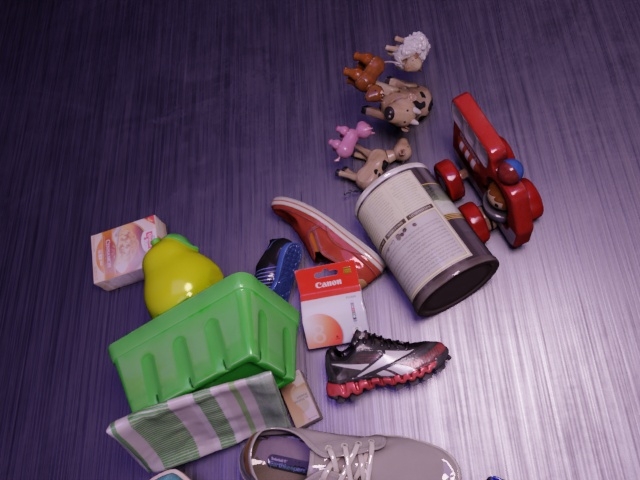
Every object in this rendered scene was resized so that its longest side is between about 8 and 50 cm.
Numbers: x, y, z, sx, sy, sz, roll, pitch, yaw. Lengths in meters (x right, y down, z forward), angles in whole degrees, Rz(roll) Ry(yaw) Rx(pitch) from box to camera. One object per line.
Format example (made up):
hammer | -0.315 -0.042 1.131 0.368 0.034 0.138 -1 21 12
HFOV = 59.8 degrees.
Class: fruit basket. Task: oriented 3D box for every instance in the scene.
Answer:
fruit basket | -0.259 0.175 1.201 0.391 0.283 0.392 -16 53 23

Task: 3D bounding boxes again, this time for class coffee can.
coffee can | 0.225 -0.003 1.218 0.201 0.201 0.275 -30 64 0

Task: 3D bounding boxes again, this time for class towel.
towel | -0.232 0.375 1.127 0.324 0.248 0.038 -15 49 -4

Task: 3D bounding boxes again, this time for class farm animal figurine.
farm animal figurine | 0.176 -0.299 1.353 0.172 0.331 0.327 26 48 25

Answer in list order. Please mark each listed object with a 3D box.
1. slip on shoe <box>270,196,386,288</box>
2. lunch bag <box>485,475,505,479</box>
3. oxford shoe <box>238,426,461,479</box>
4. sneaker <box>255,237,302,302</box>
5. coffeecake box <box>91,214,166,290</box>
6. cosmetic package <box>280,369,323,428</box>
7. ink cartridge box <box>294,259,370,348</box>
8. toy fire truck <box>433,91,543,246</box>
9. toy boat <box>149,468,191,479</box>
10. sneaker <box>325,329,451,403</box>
slip on shoe | 0.000 0.000 1.326 0.331 0.123 0.101 36 84 20
lunch bag | 0.403 0.530 0.937 0.293 0.221 0.138 22 74 21
oxford shoe | 0.052 0.453 1.095 0.448 0.130 0.169 5 60 6
sneaker | -0.122 0.104 1.338 0.090 0.081 0.232 14 78 46
coffeecake box | -0.497 0.033 1.460 0.185 0.068 0.143 -18 64 6
cosmetic package | -0.045 0.351 1.226 0.060 0.041 0.115 -29 64 0
ink cartridge box | 0.026 0.145 1.247 0.145 0.045 0.180 -11 101 9
toy fire truck | 0.367 -0.143 1.212 0.169 0.254 0.302 -24 64 3
toy boat | -0.268 0.605 1.116 0.318 0.148 0.268 -3 67 13
sneaker | 0.132 0.246 1.179 0.275 0.097 0.135 -16 90 8
